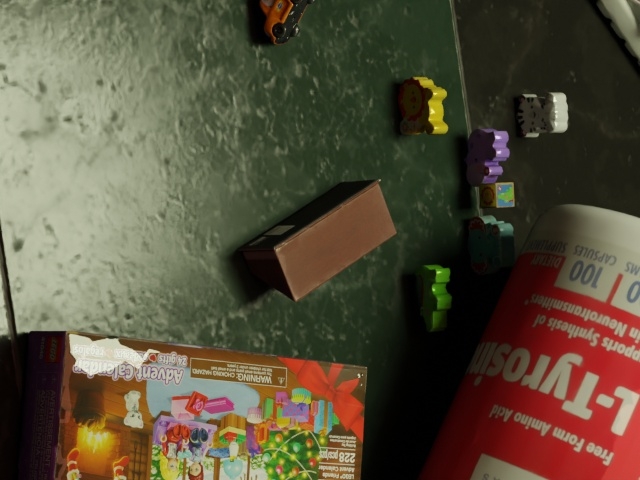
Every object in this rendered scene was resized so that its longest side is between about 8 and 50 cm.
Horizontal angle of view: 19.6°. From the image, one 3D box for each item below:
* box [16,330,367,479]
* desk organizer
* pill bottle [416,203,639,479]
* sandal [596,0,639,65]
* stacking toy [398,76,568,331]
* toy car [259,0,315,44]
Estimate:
[{"bbox_3d":[-0.094,0.182,1.420,0.293,0.057,0.201,9,81,-39],"label":"box"},{"bbox_3d":[0.000,0.000,1.522,0.130,0.047,0.050,-33,110,-37],"label":"desk organizer"},{"bbox_3d":[0.207,0.195,1.542,0.229,0.229,0.408,32,78,-34],"label":"pill bottle"},{"bbox_3d":[0.362,-0.244,1.808,0.416,0.102,0.169,38,64,-32],"label":"sandal"},{"bbox_3d":[0.147,-0.033,1.650,0.167,0.052,0.221,-2,89,-38],"label":"stacking toy"},{"bbox_3d":[-0.014,-0.207,1.546,0.040,0.060,0.122,33,35,14],"label":"toy car"}]
